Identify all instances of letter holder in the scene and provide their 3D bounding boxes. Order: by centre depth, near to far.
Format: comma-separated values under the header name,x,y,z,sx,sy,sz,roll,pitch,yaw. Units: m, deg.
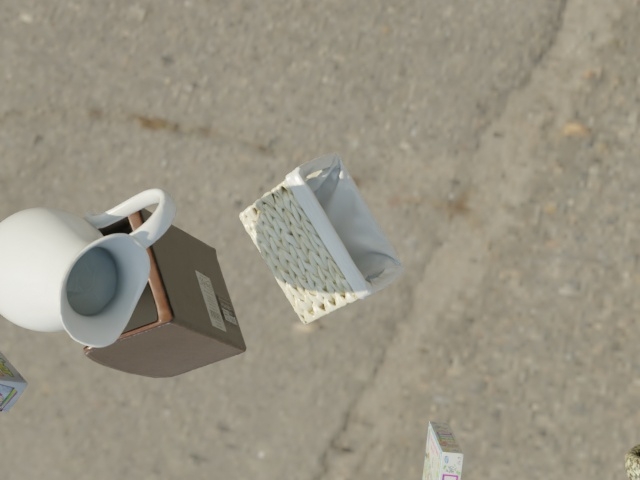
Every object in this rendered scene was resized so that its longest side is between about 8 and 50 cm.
name,x,y,z,sx,sy,sz,roll,pitch,yaw
letter holder,-0.252,0.089,1.997,0.214,0.152,0.302,-21,165,9

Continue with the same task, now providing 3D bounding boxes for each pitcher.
name,x,y,z,sx,sy,sz,roll,pitch,yaw
pitcher,-0.241,0.014,1.593,0.207,0.177,0.125,9,145,54

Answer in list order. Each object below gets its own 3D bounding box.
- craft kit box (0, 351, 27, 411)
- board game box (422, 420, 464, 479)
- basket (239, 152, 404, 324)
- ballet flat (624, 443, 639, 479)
name,x,y,z,sx,sy,sz,roll,pitch,yaw
craft kit box,-0.515,0.106,1.944,0.250,0.061,0.247,43,-169,26
board game box,0.144,0.285,1.912,0.026,0.103,0.154,6,-173,-2
basket,0.000,0.000,1.836,0.103,0.113,0.167,-31,89,28
ballet flat,0.468,0.099,1.432,0.182,0.483,0.164,57,167,-18
